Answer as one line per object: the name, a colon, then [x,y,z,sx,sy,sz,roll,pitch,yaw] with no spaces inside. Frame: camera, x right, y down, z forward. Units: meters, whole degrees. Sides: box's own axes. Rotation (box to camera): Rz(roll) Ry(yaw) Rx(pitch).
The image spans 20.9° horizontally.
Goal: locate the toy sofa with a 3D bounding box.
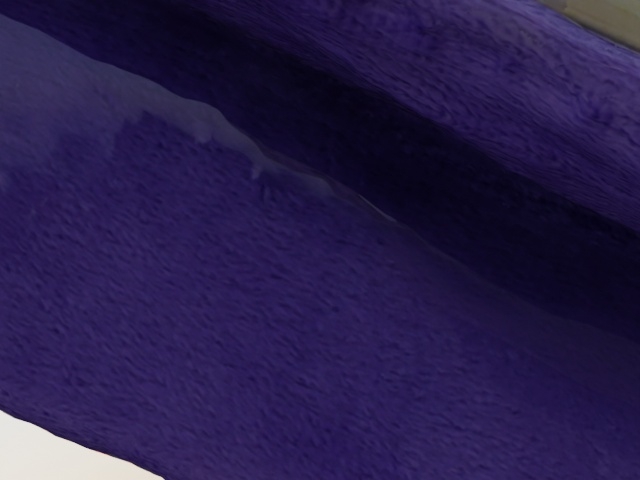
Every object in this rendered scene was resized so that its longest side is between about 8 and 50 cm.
toy sofa: [0.000,0.000,0.430,0.177,0.362,0.150,52,-117,-86]
